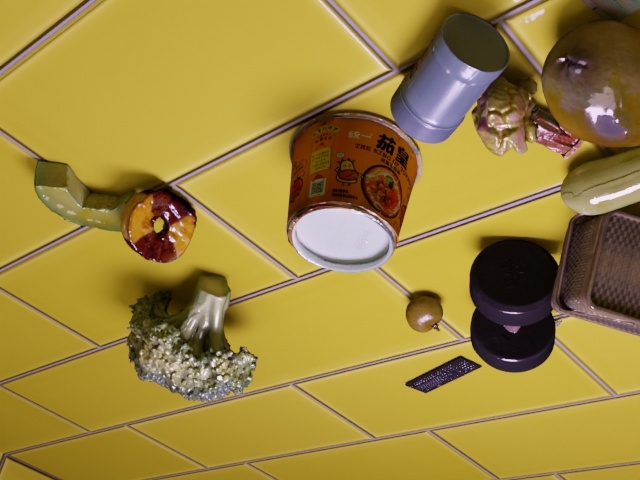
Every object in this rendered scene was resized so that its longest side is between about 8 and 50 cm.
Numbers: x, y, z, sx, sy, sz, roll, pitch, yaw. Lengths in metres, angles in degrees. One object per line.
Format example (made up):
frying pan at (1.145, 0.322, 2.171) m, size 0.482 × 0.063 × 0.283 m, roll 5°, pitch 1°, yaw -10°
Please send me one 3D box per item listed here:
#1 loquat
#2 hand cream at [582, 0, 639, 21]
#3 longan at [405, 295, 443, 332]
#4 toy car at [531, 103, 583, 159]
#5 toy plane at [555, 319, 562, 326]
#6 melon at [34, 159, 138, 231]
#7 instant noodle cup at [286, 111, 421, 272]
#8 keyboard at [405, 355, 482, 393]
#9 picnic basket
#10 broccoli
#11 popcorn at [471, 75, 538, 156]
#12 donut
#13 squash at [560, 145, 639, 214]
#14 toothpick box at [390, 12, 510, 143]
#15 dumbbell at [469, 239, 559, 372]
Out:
loquat at (0.367, -0.190, 1.096) m, size 0.195 × 0.152 × 0.152 m, roll 29°, pitch 142°, yaw -36°
hand cream at (0.385, -0.310, 1.009) m, size 0.076 × 0.047 × 0.174 m, roll 29°, pitch 150°, yaw -23°
longan at (0.203, 0.145, 1.663) m, size 0.075 × 0.083 × 0.075 m, roll -24°, pitch 148°, yaw -16°
toy car at (0.314, -0.161, 1.239) m, size 0.122 × 0.035 × 0.059 m, roll 19°, pitch 145°, yaw -9°
toy plane at (0.430, 0.166, 1.672) m, size 0.078 × 0.024 × 0.084 m, roll -11°, pitch 146°, yaw 28°
melon at (-0.411, -0.070, 1.566) m, size 0.210 × 0.064 × 0.118 m, roll 11°, pitch 140°, yaw -3°
instant noodle cup at (0.043, -0.065, 1.335) m, size 0.216 × 0.172 × 0.215 m, roll 7°, pitch 144°, yaw 5°
keyboard at (0.269, 0.300, 1.919) m, size 0.064 × 0.010 × 0.198 m, roll 25°, pitch 143°, yaw -21°
picnic basket at (0.508, 0.062, 1.353) m, size 0.267 × 0.165 × 0.139 m, roll 16°, pitch 172°, yaw -5°
broccoli at (-0.266, 0.211, 1.760) m, size 0.288 × 0.235 × 0.260 m, roll 19°, pitch 144°, yaw -3°
popcorn at (0.252, -0.170, 1.179) m, size 0.089 × 0.109 × 0.097 m, roll 4°, pitch 153°, yaw 5°
donut at (-0.289, -0.029, 1.539) m, size 0.059 × 0.140 × 0.140 m, roll 16°, pitch 156°, yaw 45°
squash at (0.458, -0.101, 1.240) m, size 0.250 × 0.083 × 0.083 m, roll -24°, pitch 131°, yaw 39°
toothpick box at (0.169, -0.213, 1.154) m, size 0.101 × 0.101 × 0.153 m, roll 21°, pitch 143°, yaw -13°
dumbbell at (0.338, 0.118, 1.521) m, size 0.153 × 0.152 × 0.218 m, roll 3°, pitch 144°, yaw 13°
